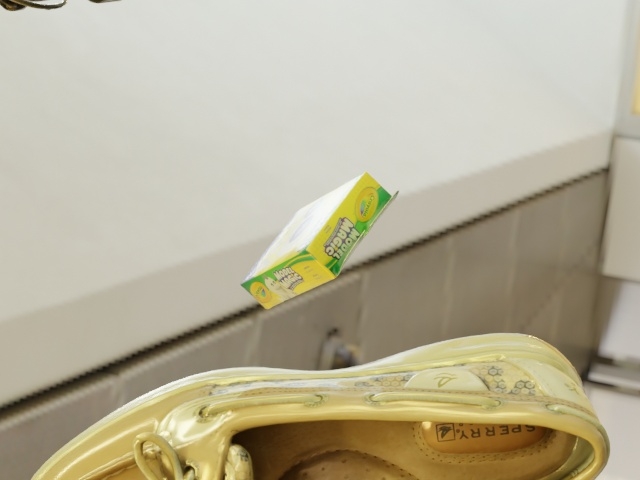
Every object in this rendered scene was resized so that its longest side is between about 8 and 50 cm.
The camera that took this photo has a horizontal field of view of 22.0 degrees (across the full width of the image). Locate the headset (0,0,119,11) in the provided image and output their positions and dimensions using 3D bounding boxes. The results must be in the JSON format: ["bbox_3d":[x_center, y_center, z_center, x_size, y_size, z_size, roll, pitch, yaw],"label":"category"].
[{"bbox_3d":[-0.233,-0.236,1.087,0.394,0.243,0.185,104,156,-83],"label":"headset"}]

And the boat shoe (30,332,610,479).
[{"bbox_3d":[-0.008,0.112,0.778,0.089,0.285,0.104,-106,-1,-78],"label":"boat shoe"}]

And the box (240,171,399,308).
[{"bbox_3d":[0.000,0.000,1.531,0.043,0.179,0.105,44,-118,-12],"label":"box"}]
